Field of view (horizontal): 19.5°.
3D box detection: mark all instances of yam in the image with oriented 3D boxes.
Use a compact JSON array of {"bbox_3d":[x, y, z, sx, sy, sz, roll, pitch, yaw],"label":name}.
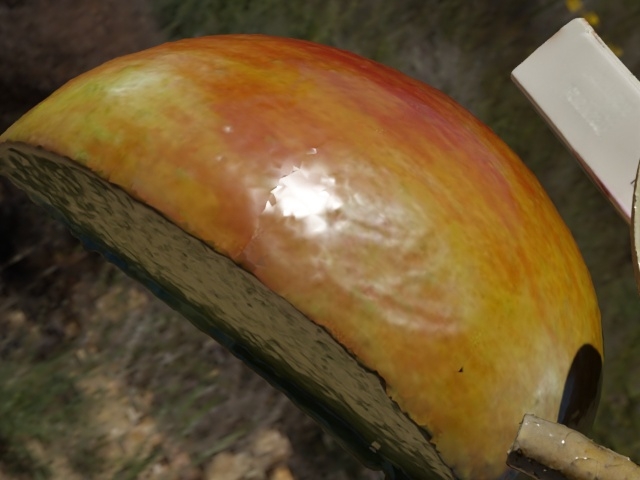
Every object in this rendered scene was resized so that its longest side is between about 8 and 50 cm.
[{"bbox_3d":[0.155,0.120,0.856,0.145,0.032,0.032,23,47,0],"label":"yam"}]

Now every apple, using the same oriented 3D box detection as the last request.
[{"bbox_3d":[0.000,0.000,0.974,0.346,0.179,0.254,38,21,8],"label":"apple"}]

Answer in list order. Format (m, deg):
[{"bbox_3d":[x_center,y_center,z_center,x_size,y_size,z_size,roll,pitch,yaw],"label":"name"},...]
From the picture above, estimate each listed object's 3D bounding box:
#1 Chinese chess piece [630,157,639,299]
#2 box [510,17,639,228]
[{"bbox_3d":[0.272,-0.010,0.835,0.102,0.273,0.273,27,49,-55],"label":"Chinese chess piece"},{"bbox_3d":[0.262,0.039,1.124,0.353,0.069,0.214,44,10,-31],"label":"box"}]
